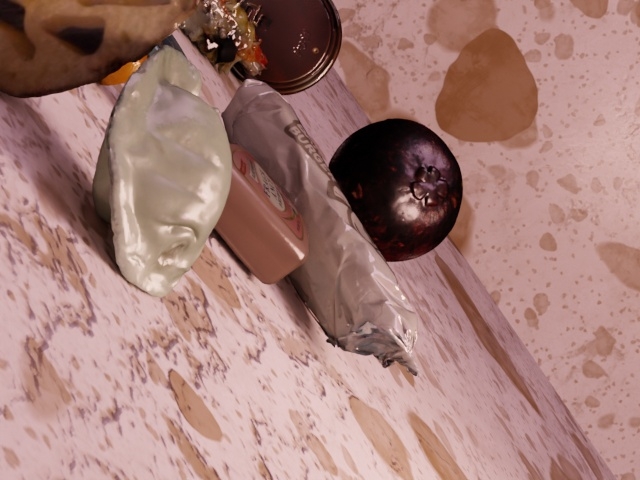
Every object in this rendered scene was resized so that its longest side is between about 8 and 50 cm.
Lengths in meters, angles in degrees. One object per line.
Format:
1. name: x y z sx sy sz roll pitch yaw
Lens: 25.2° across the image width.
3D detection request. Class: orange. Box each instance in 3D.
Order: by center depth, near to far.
1. orange: -0.223 -0.197 1.484 0.086 0.062 0.086 28 -28 16

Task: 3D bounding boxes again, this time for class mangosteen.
1. mangosteen: 0.098 -0.076 2.240 0.228 0.228 0.265 52 -27 -20

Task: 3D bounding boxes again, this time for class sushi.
1. sushi: -0.154 -0.322 2.125 0.226 0.103 0.097 46 -13 -32

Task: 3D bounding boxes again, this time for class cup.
1. cup: -0.060 -0.328 2.343 0.196 0.196 0.279 56 2 0

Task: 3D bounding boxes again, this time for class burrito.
1. burrito: 0.000 0.000 1.716 0.445 0.101 0.139 60 -32 28

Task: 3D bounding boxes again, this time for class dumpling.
1. dumpling: -0.153 -0.061 1.239 0.152 0.108 0.219 6 84 -43

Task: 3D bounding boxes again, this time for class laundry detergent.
1. laundry detergent: -0.111 -0.074 1.597 0.237 0.076 0.171 49 11 -22

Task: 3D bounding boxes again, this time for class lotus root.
1. lotus root: -0.225 -0.199 1.184 0.170 0.261 0.074 92 -24 -49

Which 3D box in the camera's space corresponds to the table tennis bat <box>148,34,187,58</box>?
1. table tennis bat: -0.227 -0.283 1.827 0.237 0.038 0.149 54 12 -24
